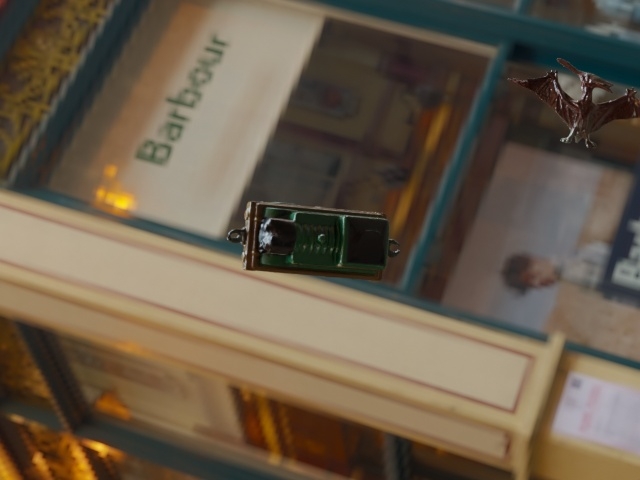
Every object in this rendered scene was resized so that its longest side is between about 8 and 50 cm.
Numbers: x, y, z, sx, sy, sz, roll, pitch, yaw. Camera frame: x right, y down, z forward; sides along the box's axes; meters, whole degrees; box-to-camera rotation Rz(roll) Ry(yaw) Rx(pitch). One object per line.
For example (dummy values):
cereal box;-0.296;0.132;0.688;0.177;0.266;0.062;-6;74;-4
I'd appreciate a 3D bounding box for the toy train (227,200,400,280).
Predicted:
toy train;0.000;0.000;1.986;0.136;0.228;0.091;175;101;-73

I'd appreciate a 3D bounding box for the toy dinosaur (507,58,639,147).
toy dinosaur;0.358;-0.184;2.149;0.032;0.220;0.108;-35;-41;-74
